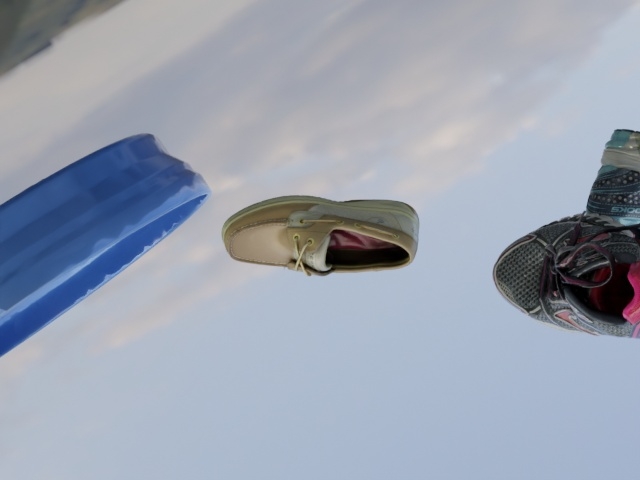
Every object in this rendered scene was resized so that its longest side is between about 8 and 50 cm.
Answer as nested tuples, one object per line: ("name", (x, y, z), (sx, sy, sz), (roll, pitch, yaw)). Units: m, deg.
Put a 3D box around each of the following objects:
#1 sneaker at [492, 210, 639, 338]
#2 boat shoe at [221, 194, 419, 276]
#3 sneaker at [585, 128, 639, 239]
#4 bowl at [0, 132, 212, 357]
("sneaker", (0.255, 0.031, 1.523), (0.112, 0.121, 0.299), (3, 180, -29))
("boat shoe", (0.000, 0.000, 1.093), (0.135, 0.050, 0.045), (-5, -141, 3))
("sneaker", (0.377, 0.000, 1.682), (0.122, 0.283, 0.110), (-60, -154, -6))
("bowl", (-0.272, 0.042, 1.363), (0.391, 0.077, 0.391), (-36, 179, 0))
